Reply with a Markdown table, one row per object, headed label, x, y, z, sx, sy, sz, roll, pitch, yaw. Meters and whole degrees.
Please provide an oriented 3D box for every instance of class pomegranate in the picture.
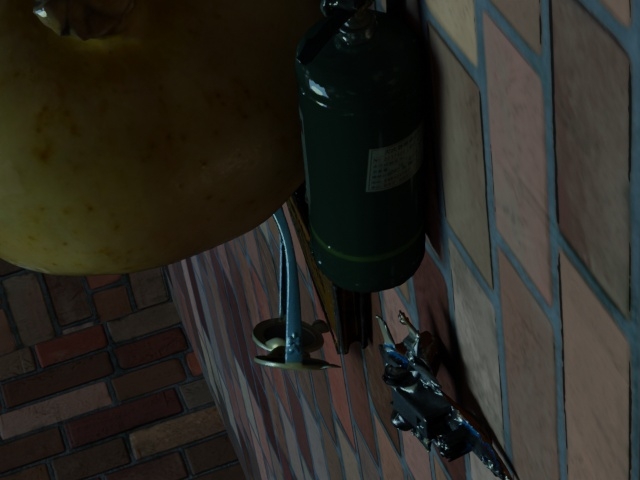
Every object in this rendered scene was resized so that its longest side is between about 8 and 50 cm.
| label | x | y | z | sx | sy | sz | roll | pitch | yaw |
| --- | --- | --- | --- | --- | --- | --- | --- | --- | --- |
| pomegranate | -0.178 | -0.163 | 1.270 | 0.411 | 0.411 | 0.411 | 162 | 90 | -80 |

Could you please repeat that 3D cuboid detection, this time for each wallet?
| label | x | y | z | sx | sy | sz | roll | pitch | yaw |
| --- | --- | --- | --- | --- | --- | --- | --- | --- | --- |
| wallet | -0.003 | 0.000 | 1.589 | 0.161 | 0.042 | 0.195 | 86 | 163 | -56 |

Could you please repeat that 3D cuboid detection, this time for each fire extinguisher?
| label | x | y | z | sx | sy | sz | roll | pitch | yaw |
| --- | --- | --- | --- | --- | --- | --- | --- | --- | --- |
| fire extinguisher | 0.028 | -0.087 | 1.122 | 0.093 | 0.118 | 0.294 | 27 | 148 | 23 |

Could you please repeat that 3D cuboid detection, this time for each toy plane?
| label | x | y | z | sx | sy | sz | roll | pitch | yaw |
| --- | --- | --- | --- | --- | --- | --- | --- | --- | --- |
| toy plane | 0.090 | 0.137 | 1.256 | 0.188 | 0.062 | 0.135 | -119 | 16 | -48 |

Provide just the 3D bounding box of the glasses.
| label | x | y | z | sx | sy | sz | roll | pitch | yaw |
| --- | --- | --- | --- | --- | --- | --- | --- | --- | --- |
| glasses | -0.058 | 0.037 | 1.709 | 0.189 | 0.088 | 0.220 | -105 | -5 | -77 |
